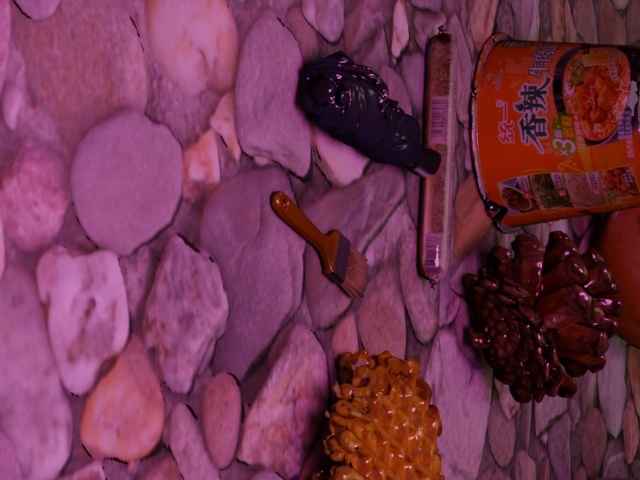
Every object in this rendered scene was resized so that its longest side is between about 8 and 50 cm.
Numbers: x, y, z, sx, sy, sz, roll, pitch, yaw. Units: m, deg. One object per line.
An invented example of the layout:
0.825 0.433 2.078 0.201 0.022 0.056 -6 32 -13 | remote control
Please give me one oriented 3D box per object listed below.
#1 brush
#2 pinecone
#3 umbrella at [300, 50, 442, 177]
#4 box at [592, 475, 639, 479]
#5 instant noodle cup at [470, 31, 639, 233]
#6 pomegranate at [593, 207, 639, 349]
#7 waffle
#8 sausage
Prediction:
0.000 0.000 1.240 0.170 0.014 0.043 44 49 -53 | brush
0.239 0.077 1.561 0.195 0.150 0.179 -48 125 -57 | pinecone
0.059 -0.098 1.302 0.248 0.071 0.070 32 61 -58 | umbrella
0.402 0.358 1.809 0.274 0.203 0.116 12 78 -63 | box
0.290 -0.123 1.634 0.230 0.182 0.230 -1 90 -64 | instant noodle cup
0.477 0.015 1.949 0.252 0.229 0.270 48 42 -53 | pomegranate
0.047 0.192 1.267 0.193 0.070 0.197 -47 127 -54 | waffle
0.117 -0.084 1.453 0.033 0.033 0.269 19 72 -62 | sausage
